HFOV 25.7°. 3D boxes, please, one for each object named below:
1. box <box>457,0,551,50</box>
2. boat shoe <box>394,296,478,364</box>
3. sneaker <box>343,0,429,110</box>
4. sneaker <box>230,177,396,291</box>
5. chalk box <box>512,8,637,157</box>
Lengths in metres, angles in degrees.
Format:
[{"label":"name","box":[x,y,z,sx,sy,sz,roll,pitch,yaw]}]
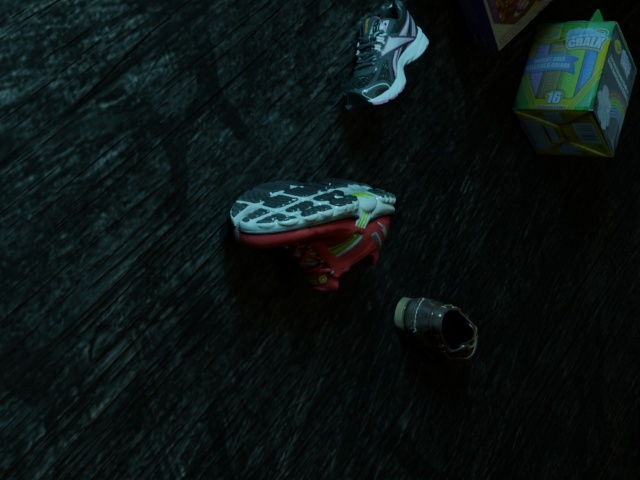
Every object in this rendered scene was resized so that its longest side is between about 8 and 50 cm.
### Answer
[{"label":"box","box":[0.291,-0.428,1.914,0.293,0.057,0.201,-44,134,-21]},{"label":"boat shoe","box":[0.172,0.125,1.871,0.207,0.073,0.073,26,71,-59]},{"label":"sneaker","box":[0.064,-0.222,1.659,0.077,0.072,0.178,61,35,-26]},{"label":"sneaker","box":[0.000,0.000,1.536,0.279,0.107,0.118,-6,108,-57]},{"label":"chalk box","box":[0.394,-0.250,2.138,0.132,0.132,0.213,51,51,-49]}]
